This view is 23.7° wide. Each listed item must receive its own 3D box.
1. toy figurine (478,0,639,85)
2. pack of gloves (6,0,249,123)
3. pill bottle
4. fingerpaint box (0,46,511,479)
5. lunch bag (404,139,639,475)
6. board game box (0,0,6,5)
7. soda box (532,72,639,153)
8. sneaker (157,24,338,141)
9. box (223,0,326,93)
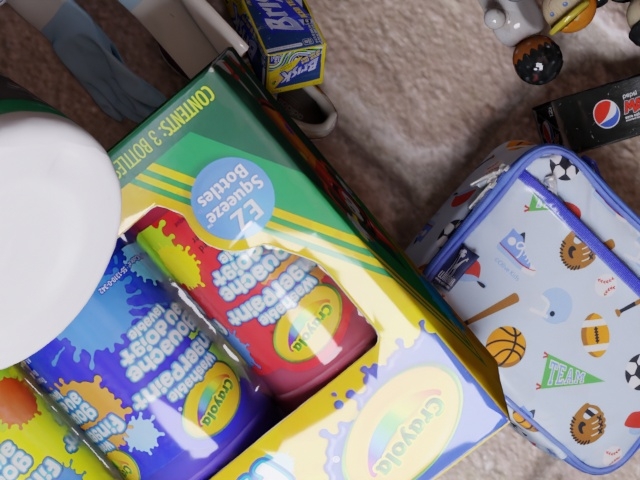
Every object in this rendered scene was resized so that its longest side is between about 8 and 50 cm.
[{"bbox_3d":[0.259,-0.248,1.434,0.209,0.213,0.148,-24,80,-14],"label":"toy figurine"},{"bbox_3d":[-0.201,-0.198,1.331,0.232,0.195,0.046,46,48,-9],"label":"pack of gloves"},{"bbox_3d":[-0.333,-0.069,1.131,0.361,0.204,0.204,32,77,34],"label":"pill bottle"},{"bbox_3d":[-0.130,0.126,1.275,0.445,0.163,0.371,-38,99,10],"label":"fingerpaint box"},{"bbox_3d":[0.227,0.054,1.455,0.303,0.115,0.243,44,85,-16],"label":"lunch bag"},{"bbox_3d":[-0.490,-0.232,1.287,0.318,0.066,0.319,-41,112,-12],"label":"board game box"},{"bbox_3d":[0.302,-0.131,1.522,0.169,0.053,0.060,-17,92,-14],"label":"soda box"},{"bbox_3d":[-0.064,-0.156,1.417,0.185,0.084,0.069,29,82,-12],"label":"sneaker"},{"bbox_3d":[-0.049,-0.213,1.393,0.059,0.054,0.169,-13,54,-14],"label":"box"}]
